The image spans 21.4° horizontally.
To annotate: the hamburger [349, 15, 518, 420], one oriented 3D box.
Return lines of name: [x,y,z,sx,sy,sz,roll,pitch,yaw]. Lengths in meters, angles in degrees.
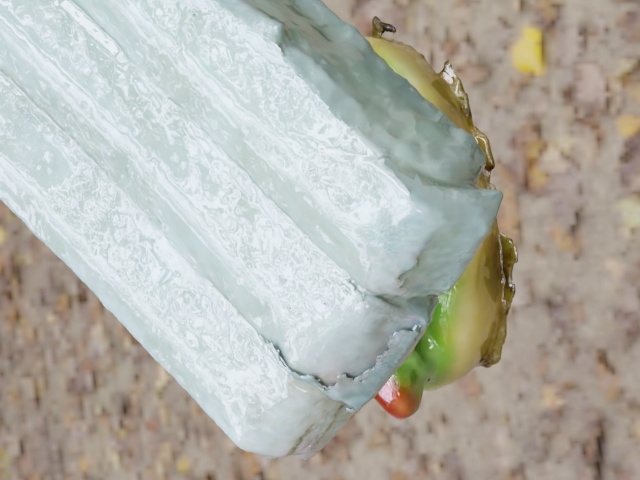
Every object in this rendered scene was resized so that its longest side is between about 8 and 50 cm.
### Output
hamburger: [0.000,0.000,0.972,0.237,0.149,0.237,164,90,-70]

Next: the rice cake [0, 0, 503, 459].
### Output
rice cake: [-0.054,-0.040,0.436,0.211,0.038,0.124,47,135,12]
